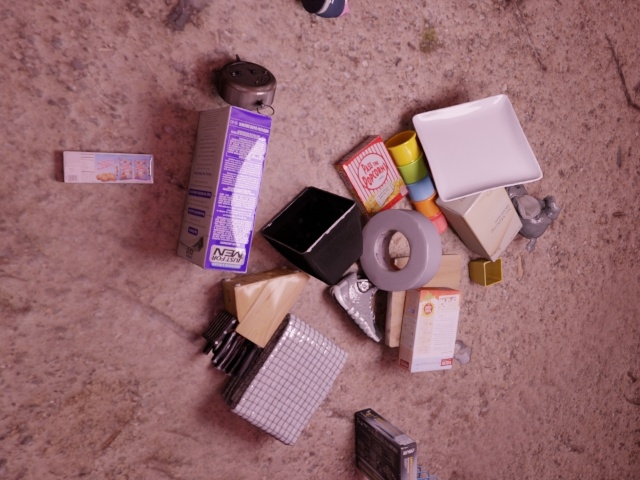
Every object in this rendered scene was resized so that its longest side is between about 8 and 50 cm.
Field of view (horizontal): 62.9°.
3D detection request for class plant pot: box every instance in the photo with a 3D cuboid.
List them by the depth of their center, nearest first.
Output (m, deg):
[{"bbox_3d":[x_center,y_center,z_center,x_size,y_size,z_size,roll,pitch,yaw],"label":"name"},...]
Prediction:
[{"bbox_3d":[0.000,0.000,1.314,0.187,0.188,0.167,-45,128,-18],"label":"plant pot"},{"bbox_3d":[0.529,0.095,1.697,0.081,0.083,0.082,-15,105,-29],"label":"plant pot"}]

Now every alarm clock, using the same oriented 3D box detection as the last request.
[{"bbox_3d":[-0.155,-0.339,1.171,0.129,0.192,0.064,-15,148,-31],"label":"alarm clock"}]

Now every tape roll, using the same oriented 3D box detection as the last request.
[{"bbox_3d":[0.208,0.026,1.388,0.072,0.219,0.219,-2,99,-47],"label":"tape roll"}]

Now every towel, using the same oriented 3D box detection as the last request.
[{"bbox_3d":[-0.091,0.349,1.343,0.235,0.121,0.284,41,74,-31],"label":"towel"}]

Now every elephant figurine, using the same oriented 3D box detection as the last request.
[{"bbox_3d":[0.643,-0.121,1.714,0.239,0.186,0.169,26,127,-21],"label":"elephant figurine"}]

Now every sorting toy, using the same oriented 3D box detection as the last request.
[{"bbox_3d":[0.287,0.166,1.559,0.257,0.089,0.256,-2,98,-30],"label":"sorting toy"}]

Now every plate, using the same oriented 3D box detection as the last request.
[{"bbox_3d":[0.417,-0.248,1.420,0.277,0.045,0.278,-14,69,-1],"label":"plate"}]

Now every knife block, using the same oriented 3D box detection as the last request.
[{"bbox_3d":[-0.156,0.206,1.297,0.275,0.088,0.242,-12,104,-30],"label":"knife block"}]

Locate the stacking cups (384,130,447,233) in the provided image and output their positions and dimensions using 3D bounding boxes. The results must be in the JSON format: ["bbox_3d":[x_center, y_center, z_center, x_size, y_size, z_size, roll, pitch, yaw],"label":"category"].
[{"bbox_3d":[0.291,-0.161,1.514,0.096,0.096,0.316,-42,118,-19],"label":"stacking cups"}]

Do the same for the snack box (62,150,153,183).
[{"bbox_3d":[-0.445,-0.153,1.106,0.178,0.022,0.064,-3,98,-31],"label":"snack box"}]

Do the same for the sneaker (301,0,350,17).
[{"bbox_3d":[0.020,-0.705,1.272,0.131,0.112,0.319,-8,105,-47],"label":"sneaker"}]

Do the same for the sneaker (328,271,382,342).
[{"bbox_3d":[0.137,0.177,1.458,0.132,0.086,0.229,-42,116,-5],"label":"sneaker"}]

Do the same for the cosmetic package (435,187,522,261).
[{"bbox_3d":[0.479,-0.080,1.560,0.160,0.113,0.309,-53,137,-1],"label":"cosmetic package"}]

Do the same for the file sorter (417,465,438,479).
[{"bbox_3d":[0.321,0.788,1.627,0.118,0.170,0.104,11,88,-32],"label":"file sorter"}]

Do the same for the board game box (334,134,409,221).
[{"bbox_3d":[0.144,-0.169,1.446,0.147,0.045,0.193,-41,116,-18],"label":"board game box"}]

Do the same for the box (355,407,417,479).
[{"bbox_3d":[0.181,0.608,1.476,0.056,0.231,0.183,-7,100,-27],"label":"box"}]

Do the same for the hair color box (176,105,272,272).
[{"bbox_3d":[-0.216,-0.112,1.155,0.110,0.185,0.339,10,92,-33],"label":"hair color box"}]

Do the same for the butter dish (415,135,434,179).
[{"bbox_3d":[0.383,-0.266,1.515,0.160,0.118,0.160,-17,80,-31],"label":"butter dish"}]

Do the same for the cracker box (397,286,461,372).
[{"bbox_3d":[0.311,0.251,1.493,0.155,0.067,0.232,4,94,-31],"label":"cracker box"}]

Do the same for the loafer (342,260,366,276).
[{"bbox_3d":[0.089,0.076,1.460,0.125,0.039,0.045,4,133,-30],"label":"loafer"}]
